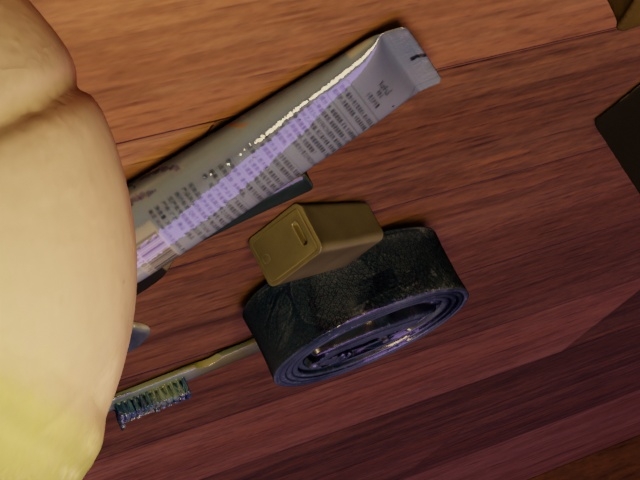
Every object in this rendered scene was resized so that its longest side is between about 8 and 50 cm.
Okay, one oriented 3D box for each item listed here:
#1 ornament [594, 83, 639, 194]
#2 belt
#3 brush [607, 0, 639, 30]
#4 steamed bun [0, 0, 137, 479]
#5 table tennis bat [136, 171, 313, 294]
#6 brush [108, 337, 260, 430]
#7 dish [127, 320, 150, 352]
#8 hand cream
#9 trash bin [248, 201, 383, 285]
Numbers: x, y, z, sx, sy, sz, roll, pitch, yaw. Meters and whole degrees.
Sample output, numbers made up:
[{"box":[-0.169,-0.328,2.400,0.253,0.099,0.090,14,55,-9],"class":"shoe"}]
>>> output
[{"box":[0.334,-0.097,1.629,0.203,0.081,0.088,-10,158,-47],"class":"ornament"},{"box":[0.031,0.052,1.625,0.190,0.082,0.141,-20,160,-19],"class":"belt"},{"box":[0.238,-0.204,1.171,0.123,0.059,0.197,-27,166,-9],"class":"brush"},{"box":[-0.194,-0.004,0.742,0.309,0.309,0.309,-24,164,-7],"class":"steamed bun"},{"box":[-0.145,0.017,1.338,0.301,0.022,0.173,-26,164,4],"class":"table tennis bat"},{"box":[-0.109,0.122,1.730,0.178,0.030,0.033,-22,154,-15],"class":"brush"},{"box":[-0.244,0.071,1.222,0.236,0.086,0.228,-9,157,-29],"class":"dish"},{"box":[-0.049,-0.049,1.230,0.271,0.058,0.091,-32,152,7],"class":"hand cream"},{"box":[0.000,0.000,1.479,0.061,0.043,0.092,-37,162,34],"class":"trash bin"}]
